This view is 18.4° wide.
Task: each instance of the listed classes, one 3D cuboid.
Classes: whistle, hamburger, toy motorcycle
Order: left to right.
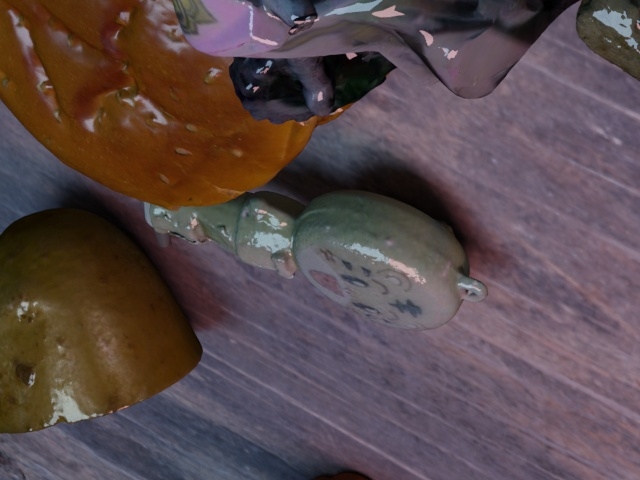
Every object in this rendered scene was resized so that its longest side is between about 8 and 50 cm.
[{"bbox_3d":[-0.111,-0.172,1.243,0.314,0.170,0.290,44,139,0],"label":"hamburger"},{"bbox_3d":[0.000,0.000,1.382,0.258,0.067,0.126,14,154,23],"label":"whistle"},{"bbox_3d":[0.049,-0.169,1.013,0.327,0.188,0.143,-38,58,29],"label":"toy motorcycle"}]

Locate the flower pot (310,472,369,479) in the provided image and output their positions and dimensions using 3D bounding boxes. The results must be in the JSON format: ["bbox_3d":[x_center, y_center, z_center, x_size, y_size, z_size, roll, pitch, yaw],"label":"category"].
[{"bbox_3d":[-0.002,0.289,1.618,0.191,0.173,0.190,26,143,21],"label":"flower pot"}]

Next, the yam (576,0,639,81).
[{"bbox_3d":[0.226,-0.097,1.077,0.179,0.078,0.078,33,144,9],"label":"yam"}]

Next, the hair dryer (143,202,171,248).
[{"bbox_3d":[-0.107,-0.045,1.489,0.155,0.044,0.183,21,145,30],"label":"hair dryer"}]

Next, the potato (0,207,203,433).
[{"bbox_3d":[-0.206,0.053,1.587,0.203,0.178,0.158,-5,108,63],"label":"potato"}]
